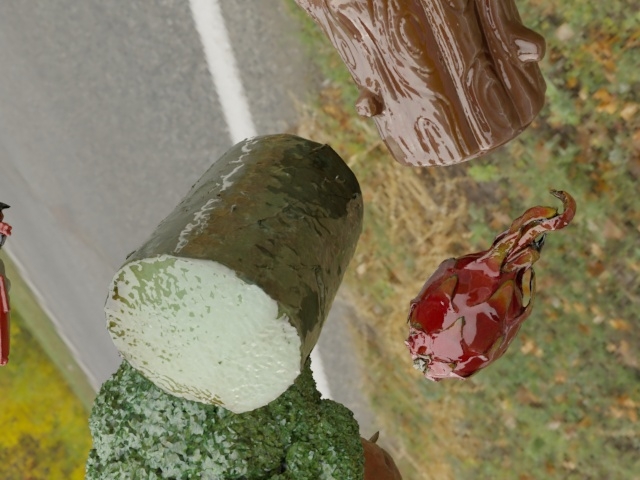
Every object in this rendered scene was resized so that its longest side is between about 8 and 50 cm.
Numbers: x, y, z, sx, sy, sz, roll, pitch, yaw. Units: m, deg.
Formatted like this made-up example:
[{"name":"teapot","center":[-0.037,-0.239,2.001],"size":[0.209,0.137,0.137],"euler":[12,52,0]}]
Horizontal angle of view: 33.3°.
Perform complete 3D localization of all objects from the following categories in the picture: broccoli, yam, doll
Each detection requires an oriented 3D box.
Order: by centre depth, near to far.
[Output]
[{"name":"yam","center":[-0.060,0.020,0.867],"size":[0.161,0.161,0.268],"euler":[56,-155,-15]},{"name":"doll","center":[-0.350,0.044,1.090],"size":[0.109,0.169,0.057],"euler":[-4,169,29]},{"name":"broccoli","center":[-0.143,0.266,1.382],"size":[0.413,0.321,0.310],"euler":[14,109,25]}]

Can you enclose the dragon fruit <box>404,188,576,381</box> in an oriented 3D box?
[{"name":"dragon fruit","center":[0.145,0.036,0.891],"size":[0.094,0.190,0.094],"euler":[38,-171,-7]}]

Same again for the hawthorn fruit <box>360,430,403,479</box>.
[{"name":"hawthorn fruit","center":[0.030,0.447,1.865],"size":[0.276,0.298,0.277],"euler":[23,149,15]}]

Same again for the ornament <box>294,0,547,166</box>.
[{"name":"ornament","center":[0.120,-0.209,1.089],"size":[0.221,0.235,0.218],"euler":[-12,120,28]}]
